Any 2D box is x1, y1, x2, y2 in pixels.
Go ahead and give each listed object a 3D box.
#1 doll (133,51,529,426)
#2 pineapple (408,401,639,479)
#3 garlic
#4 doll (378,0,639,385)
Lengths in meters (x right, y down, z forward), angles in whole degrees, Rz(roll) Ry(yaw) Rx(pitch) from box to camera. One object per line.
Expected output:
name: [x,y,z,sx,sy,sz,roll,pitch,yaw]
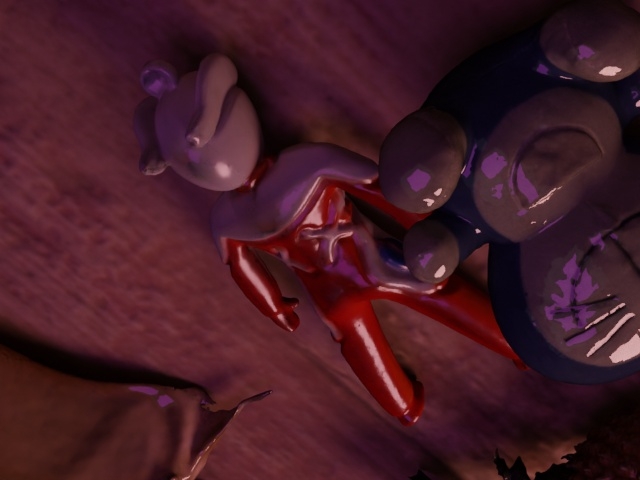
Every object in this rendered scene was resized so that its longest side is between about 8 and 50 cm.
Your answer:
doll: [0.000,0.000,0.892,0.188,0.099,0.384,-29,121,30]
pineapple: [0.202,0.228,0.999,0.277,0.119,0.130,-24,161,31]
garlic: [-0.230,0.189,1.071,0.338,0.151,0.196,14,116,3]
doll: [0.170,-0.019,0.778,0.228,0.154,0.258,-39,101,-4]
